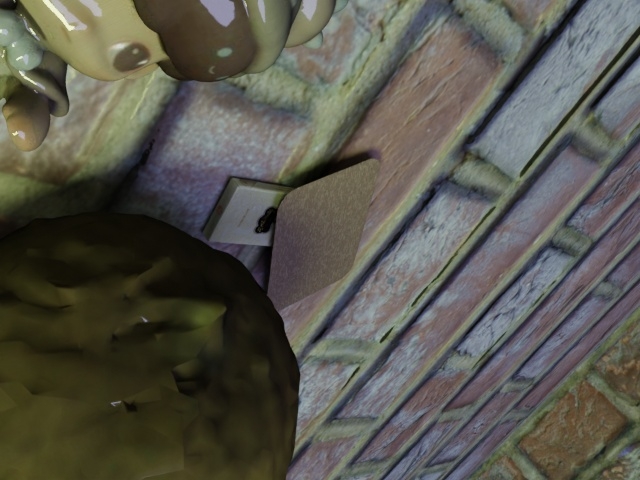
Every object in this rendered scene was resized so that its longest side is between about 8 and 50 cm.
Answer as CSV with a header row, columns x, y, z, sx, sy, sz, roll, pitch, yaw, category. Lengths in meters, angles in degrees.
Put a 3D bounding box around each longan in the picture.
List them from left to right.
x,y,z,sx,sy,sz,roll,pitch,yaw,category
-0.211,0.165,0.611,0.391,0.391,0.391,-23,141,-21,longan

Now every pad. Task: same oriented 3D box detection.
x,y,z,sx,sy,sz,roll,pitch,yaw,category
0.000,0.000,0.906,0.176,0.002,0.266,-25,147,-29,pad

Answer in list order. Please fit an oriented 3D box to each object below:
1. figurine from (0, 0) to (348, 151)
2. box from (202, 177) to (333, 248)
x,y,z,sx,sy,sz,roll,pitch,yaw,category
-0.173,-0.186,0.450,0.381,0.203,0.248,-26,137,1,figurine
-0.066,-0.032,0.829,0.167,0.024,0.090,6,126,-44,box
